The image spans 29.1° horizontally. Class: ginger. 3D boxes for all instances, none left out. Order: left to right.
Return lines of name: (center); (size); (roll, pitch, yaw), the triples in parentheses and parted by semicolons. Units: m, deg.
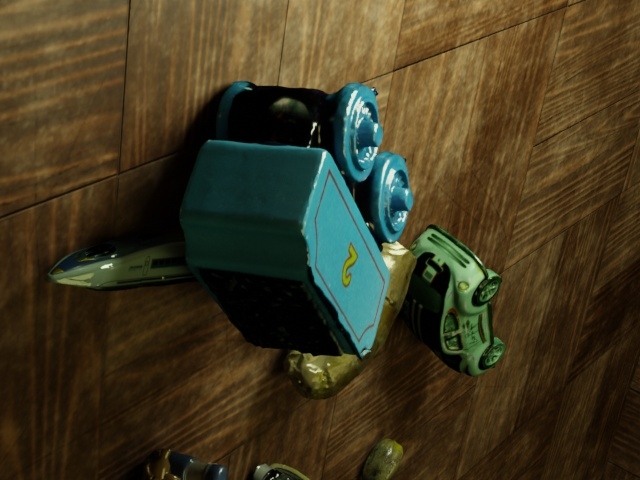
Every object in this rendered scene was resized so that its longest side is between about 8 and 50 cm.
ginger: (0.043, 0.107, 1.697); (0.263, 0.116, 0.109); (-59, -168, -19)

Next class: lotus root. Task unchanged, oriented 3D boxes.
lotus root: (0.100, 0.377, 2.054); (0.099, 0.054, 0.049); (-59, 161, -9)

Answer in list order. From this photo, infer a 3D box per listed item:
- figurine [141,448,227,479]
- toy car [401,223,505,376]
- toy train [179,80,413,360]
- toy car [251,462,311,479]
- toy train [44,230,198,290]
figurine: (-0.193, 0.384, 1.473); (0.275, 0.158, 0.161); (-59, 177, -9)
toy car: (0.196, 0.113, 1.924); (0.125, 0.136, 0.306); (-35, 144, -20)
toy train: (-0.019, -0.018, 1.361); (0.300, 0.188, 0.265); (59, 41, -57)
toy car: (-0.108, 0.429, 1.711); (0.257, 0.101, 0.124); (-39, 147, -35)
toy train: (-0.190, 0.018, 1.292); (0.252, 0.055, 0.048); (-6, 118, -58)
